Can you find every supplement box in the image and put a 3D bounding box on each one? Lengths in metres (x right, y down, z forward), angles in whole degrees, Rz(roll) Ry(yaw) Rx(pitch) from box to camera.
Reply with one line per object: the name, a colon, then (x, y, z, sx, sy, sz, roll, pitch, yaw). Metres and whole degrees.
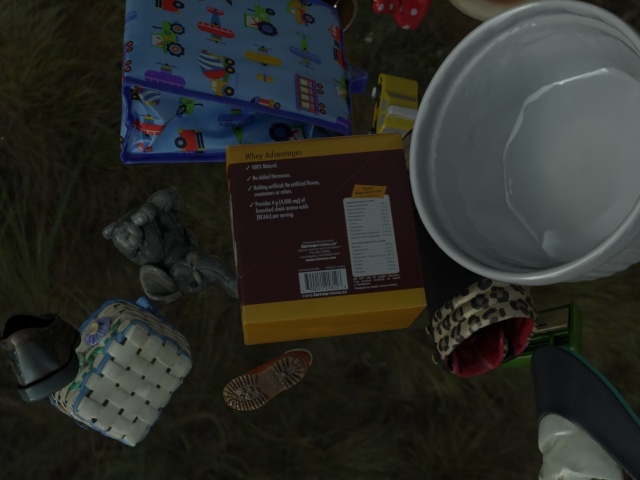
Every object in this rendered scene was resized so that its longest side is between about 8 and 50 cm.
supplement box: (0.000, 0.000, 1.026, 0.191, 0.129, 0.194, -5, 75, -5)

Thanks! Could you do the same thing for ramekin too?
ramekin: (0.180, -0.064, 0.701, 0.109, 0.207, 0.207, 13, 92, -46)

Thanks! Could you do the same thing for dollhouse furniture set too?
dollhouse furniture set: (0.363, 0.049, 1.692, 0.197, 0.151, 0.301, 42, 44, -36)

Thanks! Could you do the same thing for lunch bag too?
lunch bag: (-0.086, -0.209, 1.115, 0.293, 0.138, 0.221, 3, 54, -11)

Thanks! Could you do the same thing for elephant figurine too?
elephant figurine: (-0.268, 0.038, 1.720, 0.169, 0.186, 0.239, -37, 104, 0)

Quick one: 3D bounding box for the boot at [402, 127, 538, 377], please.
boot: (0.159, 0.046, 1.252, 0.138, 0.377, 0.284, -6, 62, -18)

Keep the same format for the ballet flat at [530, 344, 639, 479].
ballet flat: (0.178, 0.152, 0.552, 0.074, 0.074, 0.203, -31, 66, -13)

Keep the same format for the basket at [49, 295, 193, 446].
basket: (-0.353, 0.220, 1.655, 0.201, 0.289, 0.255, 36, 79, -17)

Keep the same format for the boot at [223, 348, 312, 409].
boot: (-0.083, 0.225, 1.527, 0.158, 0.084, 0.059, -27, 94, 18)

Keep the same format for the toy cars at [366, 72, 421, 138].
toy cars: (0.083, -0.191, 1.896, 0.394, 0.087, 0.176, -42, 96, -16)

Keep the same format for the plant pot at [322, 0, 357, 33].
plant pot: (-0.049, -0.399, 1.460, 0.167, 0.167, 0.165, -18, 71, -16)

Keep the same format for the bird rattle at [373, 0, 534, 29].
bird rattle: (0.185, -0.317, 1.025, 0.207, 0.143, 0.253, 28, 118, -20)

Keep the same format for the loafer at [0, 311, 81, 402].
loafer: (-0.350, 0.119, 1.151, 0.096, 0.267, 0.084, -29, 106, -15)
